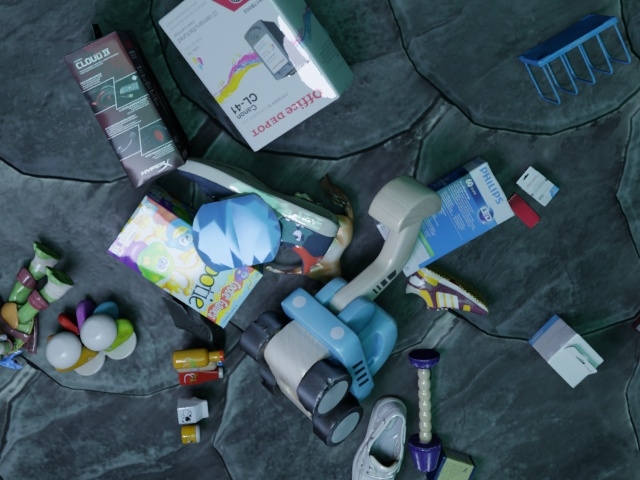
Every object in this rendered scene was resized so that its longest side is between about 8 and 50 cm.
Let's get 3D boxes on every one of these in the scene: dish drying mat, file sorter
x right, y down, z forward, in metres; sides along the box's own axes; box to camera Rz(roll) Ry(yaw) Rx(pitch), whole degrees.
[{"bbox_3d":[0.434,-0.064,1.785,0.083,0.008,0.032,43,97,-12],"label":"dish drying mat"},{"bbox_3d":[0.508,-0.360,1.659,0.170,0.118,0.104,-30,108,4],"label":"file sorter"}]

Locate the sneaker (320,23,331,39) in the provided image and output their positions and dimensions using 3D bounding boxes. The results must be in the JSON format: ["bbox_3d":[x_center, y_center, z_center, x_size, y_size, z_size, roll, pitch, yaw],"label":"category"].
[{"bbox_3d":[-0.042,-0.422,1.621,0.162,0.073,0.063,43,97,-13],"label":"sneaker"}]

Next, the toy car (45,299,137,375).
[{"bbox_3d":[-0.480,0.191,1.725,0.182,0.159,0.136,-27,68,3],"label":"toy car"}]

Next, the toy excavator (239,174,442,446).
[{"bbox_3d":[0.069,0.128,1.670,0.445,0.222,0.432,-43,148,-18],"label":"toy excavator"}]

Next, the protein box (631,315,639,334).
[{"bbox_3d":[0.839,0.187,1.816,0.200,0.136,0.201,36,100,-11],"label":"protein box"}]

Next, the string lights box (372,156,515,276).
[{"bbox_3d":[0.255,-0.050,1.739,0.260,0.076,0.133,-30,105,3],"label":"string lights box"}]

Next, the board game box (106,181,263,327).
[{"bbox_3d":[-0.267,0.028,1.685,0.275,0.142,0.144,34,100,-12],"label":"board game box"}]

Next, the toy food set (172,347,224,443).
[{"bbox_3d":[-0.251,0.320,1.778,0.105,0.111,0.232,-4,112,-5],"label":"toy food set"}]

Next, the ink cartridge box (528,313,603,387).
[{"bbox_3d":[0.532,0.241,1.802,0.092,0.143,0.090,43,97,-13],"label":"ink cartridge box"}]

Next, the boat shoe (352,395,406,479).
[{"bbox_3d":[0.133,0.490,1.860,0.098,0.096,0.276,8,104,-7],"label":"boat shoe"}]

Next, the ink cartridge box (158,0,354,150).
[{"bbox_3d":[-0.116,-0.358,1.567,0.226,0.131,0.306,-29,105,29],"label":"ink cartridge box"}]

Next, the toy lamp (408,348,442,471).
[{"bbox_3d":[0.232,0.381,1.852,0.080,0.080,0.274,-3,102,-4],"label":"toy lamp"}]

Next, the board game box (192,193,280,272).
[{"bbox_3d":[-0.159,-0.016,1.592,0.169,0.033,0.133,-12,98,5],"label":"board game box"}]

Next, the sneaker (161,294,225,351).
[{"bbox_3d":[-0.268,0.174,1.769,0.089,0.051,0.170,3,134,26],"label":"sneaker"}]

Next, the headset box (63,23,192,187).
[{"bbox_3d":[-0.360,-0.266,1.562,0.110,0.218,0.293,-26,105,2],"label":"headset box"}]

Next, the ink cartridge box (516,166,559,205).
[{"bbox_3d":[0.456,-0.117,1.762,0.083,0.028,0.048,37,99,-13],"label":"ink cartridge box"}]

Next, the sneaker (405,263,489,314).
[{"bbox_3d":[0.273,0.122,1.796,0.186,0.069,0.083,32,109,-5],"label":"sneaker"}]

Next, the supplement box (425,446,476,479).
[{"bbox_3d":[0.298,0.528,1.903,0.083,0.056,0.083,19,102,-9],"label":"supplement box"}]

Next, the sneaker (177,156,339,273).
[{"bbox_3d":[-0.145,-0.046,1.656,0.350,0.131,0.148,26,103,7],"label":"sneaker"}]

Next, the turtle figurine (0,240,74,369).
[{"bbox_3d":[-0.645,0.123,1.654,0.275,0.198,0.266,43,94,-17],"label":"turtle figurine"}]

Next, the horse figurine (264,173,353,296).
[{"bbox_3d":[0.000,0.000,1.739,0.175,0.066,0.263,22,105,-2],"label":"horse figurine"}]
